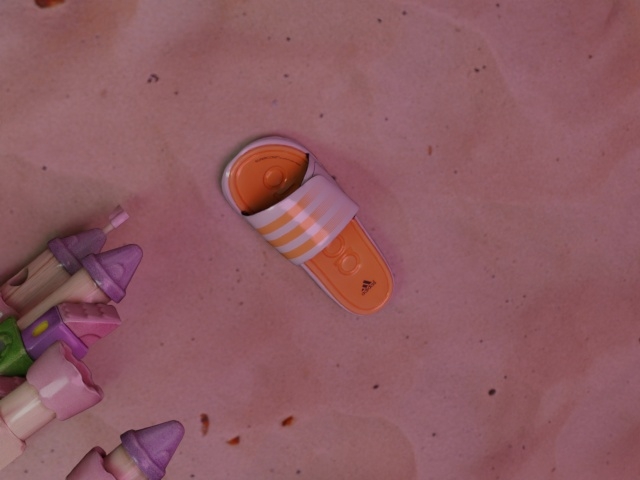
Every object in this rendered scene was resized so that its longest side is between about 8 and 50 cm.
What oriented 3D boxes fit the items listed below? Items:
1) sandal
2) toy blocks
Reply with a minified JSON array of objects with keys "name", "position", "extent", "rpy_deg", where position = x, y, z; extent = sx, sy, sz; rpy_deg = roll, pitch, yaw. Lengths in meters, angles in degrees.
[{"name":"sandal","position":[0.008,-0.007,1.610],"extent":[0.102,0.076,0.265],"rpy_deg":[-47,121,-4]},{"name":"toy blocks","position":[-0.269,0.081,1.391],"extent":[0.260,0.288,0.309],"rpy_deg":[-38,118,-1]}]
